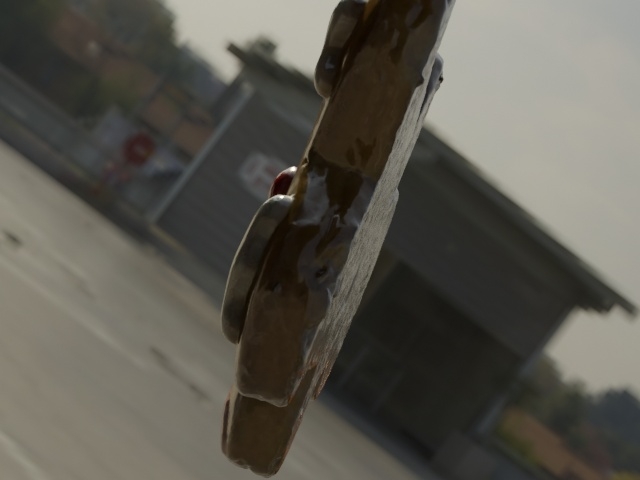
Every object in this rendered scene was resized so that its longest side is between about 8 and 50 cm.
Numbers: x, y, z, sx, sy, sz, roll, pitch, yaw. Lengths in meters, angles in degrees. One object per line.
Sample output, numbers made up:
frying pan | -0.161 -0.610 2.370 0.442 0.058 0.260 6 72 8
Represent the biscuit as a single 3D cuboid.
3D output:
biscuit | 0.000 0.000 0.818 0.049 0.197 0.301 24 -9 5
